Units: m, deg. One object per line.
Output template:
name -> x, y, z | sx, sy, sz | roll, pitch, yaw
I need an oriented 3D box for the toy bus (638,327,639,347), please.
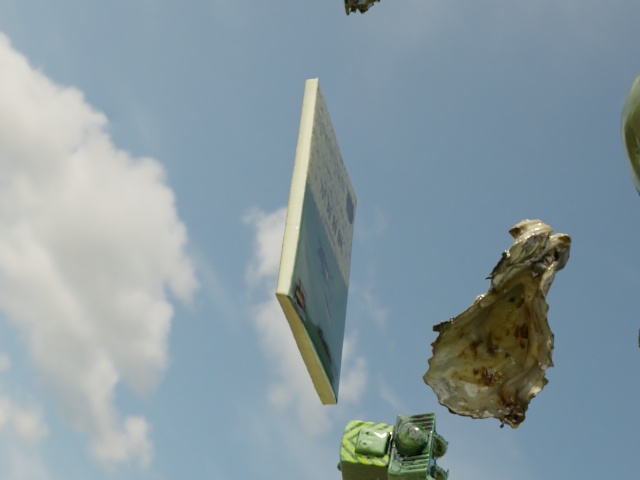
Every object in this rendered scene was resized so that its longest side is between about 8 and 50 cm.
toy bus -> 0.574, 0.159, 1.615 | 0.130, 0.052, 0.037 | -1, -98, 31

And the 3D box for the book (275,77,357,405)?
book -> 0.000, 0.000, 1.394 | 0.031, 0.379, 0.264 | -5, -39, 14

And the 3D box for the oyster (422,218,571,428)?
oyster -> 0.288, 0.124, 1.622 | 0.198, 0.337, 0.133 | 18, 3, 7

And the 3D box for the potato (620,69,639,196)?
potato -> 0.414, -0.137, 0.949 | 0.216, 0.216, 0.304 | 48, -44, 11

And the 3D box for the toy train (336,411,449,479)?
toy train -> 0.114, 0.409, 1.638 | 0.178, 0.138, 0.330 | 4, -48, 12

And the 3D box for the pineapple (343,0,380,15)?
pineapple -> 0.000, -0.238, 0.798 | 0.074, 0.074, 0.159 | 97, -28, -49
